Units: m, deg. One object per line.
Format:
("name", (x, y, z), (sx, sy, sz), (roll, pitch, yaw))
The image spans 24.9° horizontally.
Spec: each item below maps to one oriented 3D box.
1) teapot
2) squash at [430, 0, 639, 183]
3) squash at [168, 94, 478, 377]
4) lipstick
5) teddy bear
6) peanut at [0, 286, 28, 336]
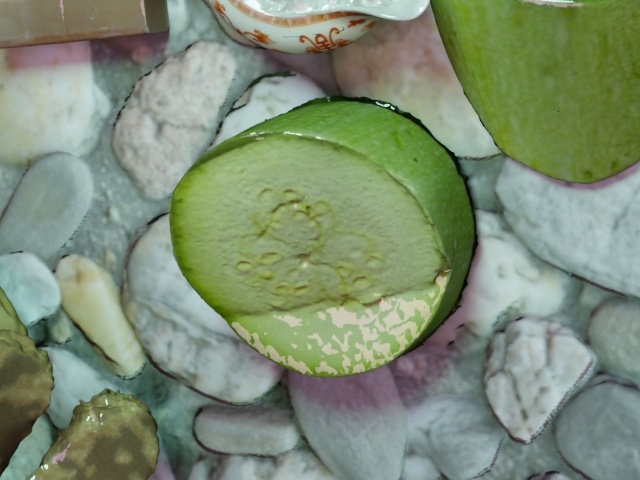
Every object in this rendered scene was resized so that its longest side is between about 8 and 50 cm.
("teapot", (-0.026, -0.219, 1.039), (0.245, 0.116, 0.159), (17, 118, 12))
("squash", (0.166, -0.170, 1.033), (0.236, 0.155, 0.204), (12, 68, 18))
("squash", (0.004, 0.008, 1.070), (0.220, 0.133, 0.220), (4, 107, 14))
("lipstick", (-0.195, -0.178, 1.137), (0.145, 0.045, 0.045), (-2, 99, 18))
("teddy bear", (-0.288, 0.203, 1.193), (0.246, 0.222, 0.296), (35, 91, -27))
("peanut", (-0.360, 0.040, 1.201), (0.263, 0.117, 0.101), (24, 107, 10))
